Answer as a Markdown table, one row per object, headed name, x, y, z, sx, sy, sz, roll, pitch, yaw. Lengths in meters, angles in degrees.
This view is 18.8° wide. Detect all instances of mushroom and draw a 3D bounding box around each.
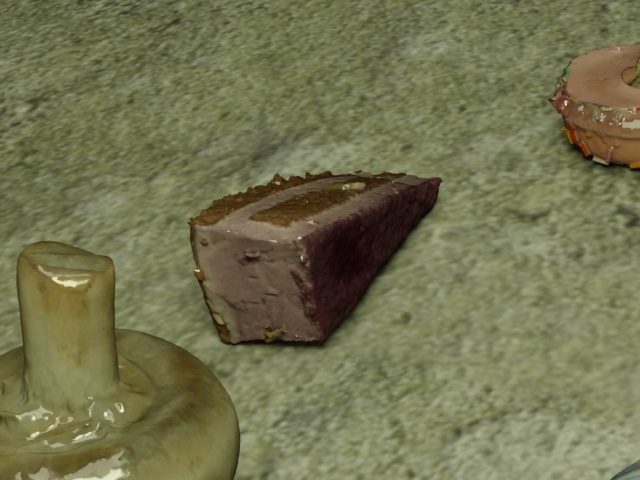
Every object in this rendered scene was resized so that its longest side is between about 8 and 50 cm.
| name | x | y | z | sx | sy | sz | roll | pitch | yaw |
| --- | --- | --- | --- | --- | --- | --- | --- | --- | --- |
| mushroom | -0.157 | 0.107 | 1.248 | 0.207 | 0.215 | 0.207 | -2 | 23 | 1 |

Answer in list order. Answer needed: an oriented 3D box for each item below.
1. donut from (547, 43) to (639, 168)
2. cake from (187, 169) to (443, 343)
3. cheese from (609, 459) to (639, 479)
| name | x | y | z | sx | sy | sz | roll | pitch | yaw |
| --- | --- | --- | --- | --- | --- | --- | --- | --- | --- |
| donut | 0.255 | -0.114 | 1.670 | 0.117 | 0.065 | 0.166 | -6 | 28 | 2 |
| cake | 0.000 | 0.000 | 1.542 | 0.116 | 0.113 | 0.295 | 8 | 20 | 24 |
| cheese | 0.209 | 0.156 | 1.166 | 0.244 | 0.052 | 0.135 | -21 | -10 | -42 |
